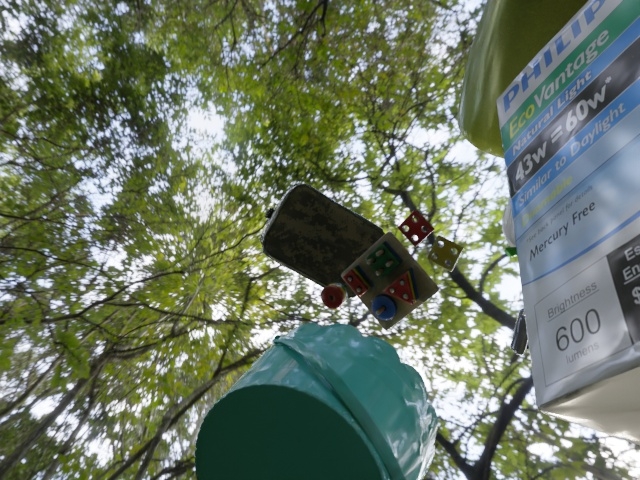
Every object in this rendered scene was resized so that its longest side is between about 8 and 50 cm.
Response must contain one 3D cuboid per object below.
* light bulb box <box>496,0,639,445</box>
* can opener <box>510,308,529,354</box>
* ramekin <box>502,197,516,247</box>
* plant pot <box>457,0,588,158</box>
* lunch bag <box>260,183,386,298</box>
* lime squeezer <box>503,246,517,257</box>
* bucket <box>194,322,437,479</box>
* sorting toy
[{"bbox_3d":[0.333,-0.077,0.357,0.225,0.358,0.361,22,-132,-13],"label":"light bulb box"},{"bbox_3d":[0.579,0.219,1.394,0.076,0.095,0.283,-21,-47,-17],"label":"can opener"},{"bbox_3d":[0.474,-0.060,1.047,0.207,0.109,0.207,-8,-133,9],"label":"ramekin"},{"bbox_3d":[0.386,-0.344,0.943,0.275,0.293,0.274,-8,-130,9],"label":"plant pot"},{"bbox_3d":[0.000,0.000,1.375,0.305,0.256,0.212,29,-89,-10],"label":"lunch bag"},{"bbox_3d":[0.484,-0.015,0.932,0.310,0.058,0.110,-31,-128,-11],"label":"lime squeezer"},{"bbox_3d":[-0.003,0.254,0.649,0.281,0.183,0.281,4,-79,22],"label":"bucket"},{"bbox_3d":[0.116,0.071,0.902,0.132,0.274,0.046,51,-148,9],"label":"sorting toy"}]
